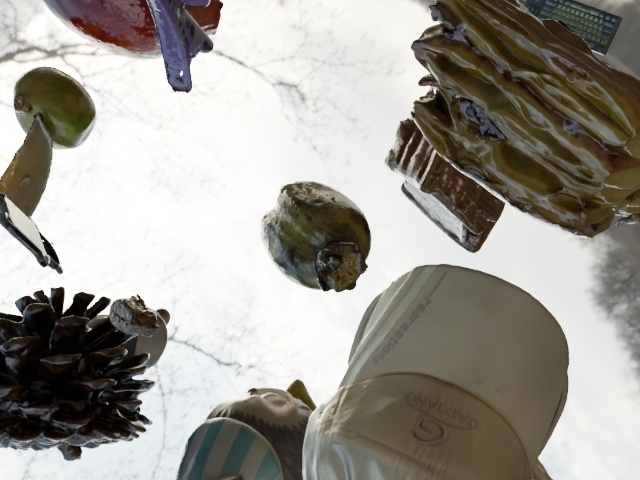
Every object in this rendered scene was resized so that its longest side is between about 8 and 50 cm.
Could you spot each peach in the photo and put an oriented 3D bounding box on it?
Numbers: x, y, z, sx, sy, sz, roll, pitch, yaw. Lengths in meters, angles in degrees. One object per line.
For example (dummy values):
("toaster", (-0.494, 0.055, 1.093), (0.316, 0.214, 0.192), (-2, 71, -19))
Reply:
("peach", (-0.306, -0.442, 1.230), (0.338, 0.281, 0.281), (27, -154, -34))

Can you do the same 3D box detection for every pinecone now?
("pinecone", (-0.536, 0.274, 1.577), (0.398, 0.397, 0.397), (35, -157, -17))

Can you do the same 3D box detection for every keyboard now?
("keyboard", (0.341, -0.320, 1.098), (0.176, 0.055, 0.014), (37, -156, 35))

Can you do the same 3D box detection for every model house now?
("model house", (0.215, -0.128, 1.213), (0.220, 0.199, 0.229), (34, 174, 16))

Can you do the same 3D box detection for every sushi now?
("sushi", (-0.289, 0.119, 1.200), (0.060, 0.061, 0.118), (12, -161, -41))

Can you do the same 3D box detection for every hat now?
("hat", (0.103, 0.145, 0.613), (0.220, 0.226, 0.164), (22, -161, 10))

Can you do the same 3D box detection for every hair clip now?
("hair clip", (-0.218, -0.324, 1.069), (0.137, 0.090, 0.278), (18, 156, 11))

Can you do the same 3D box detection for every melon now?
("melon", (-0.468, -0.113, 1.221), (0.054, 0.182, 0.098), (33, -178, 21))

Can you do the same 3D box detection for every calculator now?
("calculator", (-0.380, -0.007, 1.001), (0.094, 0.019, 0.141), (55, 176, 38))

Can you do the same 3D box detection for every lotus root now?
("lotus root", (0.002, 0.002, 1.135), (0.154, 0.154, 0.278), (29, -173, -28))

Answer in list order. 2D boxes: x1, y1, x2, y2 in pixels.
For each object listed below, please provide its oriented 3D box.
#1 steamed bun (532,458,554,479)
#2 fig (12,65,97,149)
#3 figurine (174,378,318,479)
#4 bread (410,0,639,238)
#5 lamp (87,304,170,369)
("steamed bun", (0.240, 0.411, 1.076), (0.394, 0.237, 0.346), (45, -173, -28))
("fig", (-0.444, -0.219, 1.277), (0.153, 0.136, 0.120), (53, -140, -44))
("figurine", (-0.175, 0.434, 1.331), (0.378, 0.361, 0.266), (6, -162, -40))
("bread", (0.236, -0.120, 0.805), (0.277, 0.167, 0.324), (45, -161, 24))
("lamp", (-0.485, 0.237, 1.875), (0.108, 0.179, 0.246), (18, -173, 43))
